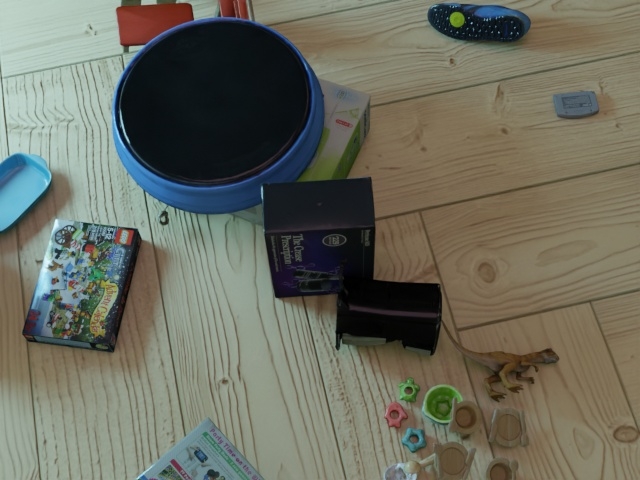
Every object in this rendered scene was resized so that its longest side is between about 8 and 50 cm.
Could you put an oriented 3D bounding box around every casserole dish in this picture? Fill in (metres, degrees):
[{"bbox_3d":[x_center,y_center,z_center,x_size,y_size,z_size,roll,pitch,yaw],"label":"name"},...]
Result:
[{"bbox_3d":[-0.594,-0.085,1.910,0.114,0.037,0.188,33,68,17],"label":"casserole dish"}]

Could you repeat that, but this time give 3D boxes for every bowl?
[{"bbox_3d":[-0.188,-0.237,1.812,0.391,0.077,0.391,-1,66,3],"label":"bowl"}]

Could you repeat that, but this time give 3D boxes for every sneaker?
[{"bbox_3d":[0.327,-0.452,2.056,0.209,0.069,0.082,11,31,17],"label":"sneaker"}]

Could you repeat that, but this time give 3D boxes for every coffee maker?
[{"bbox_3d":[0.117,0.120,1.706,0.178,0.171,0.120,3,62,3],"label":"coffee maker"}]

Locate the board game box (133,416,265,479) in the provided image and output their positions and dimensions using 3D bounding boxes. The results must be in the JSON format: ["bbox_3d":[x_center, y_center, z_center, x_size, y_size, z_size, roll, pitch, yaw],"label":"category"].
[{"bbox_3d":[-0.212,0.455,1.520,0.303,0.097,0.224,-39,64,-17],"label":"board game box"}]

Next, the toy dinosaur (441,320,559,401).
[{"bbox_3d":[0.303,0.212,1.723,0.211,0.064,0.112,9,53,-9],"label":"toy dinosaur"}]

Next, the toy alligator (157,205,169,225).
[{"bbox_3d":[-0.273,-0.108,1.906,0.051,0.056,0.189,-2,54,49],"label":"toy alligator"}]

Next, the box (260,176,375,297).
[{"bbox_3d":[0.000,0.000,1.721,0.184,0.261,0.103,-6,63,-1],"label":"box"}]

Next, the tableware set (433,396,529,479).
[{"bbox_3d":[0.267,0.337,1.650,0.169,0.020,0.141,15,74,-13],"label":"tableware set"}]

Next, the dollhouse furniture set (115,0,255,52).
[{"bbox_3d":[-0.271,-0.429,1.973,0.259,0.135,0.262,-8,82,-16],"label":"dollhouse furniture set"}]

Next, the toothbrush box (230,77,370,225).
[{"bbox_3d":[-0.051,-0.165,1.885,0.206,0.122,0.283,21,65,12],"label":"toothbrush box"}]

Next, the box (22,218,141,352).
[{"bbox_3d":[-0.430,0.079,1.817,0.159,0.044,0.233,6,64,5],"label":"box"}]

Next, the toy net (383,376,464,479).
[{"bbox_3d":[0.150,0.341,1.665,0.122,0.045,0.232,20,66,11],"label":"toy net"}]

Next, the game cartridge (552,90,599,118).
[{"bbox_3d":[0.505,-0.267,1.976,0.083,0.017,0.056,-5,60,0],"label":"game cartridge"}]
